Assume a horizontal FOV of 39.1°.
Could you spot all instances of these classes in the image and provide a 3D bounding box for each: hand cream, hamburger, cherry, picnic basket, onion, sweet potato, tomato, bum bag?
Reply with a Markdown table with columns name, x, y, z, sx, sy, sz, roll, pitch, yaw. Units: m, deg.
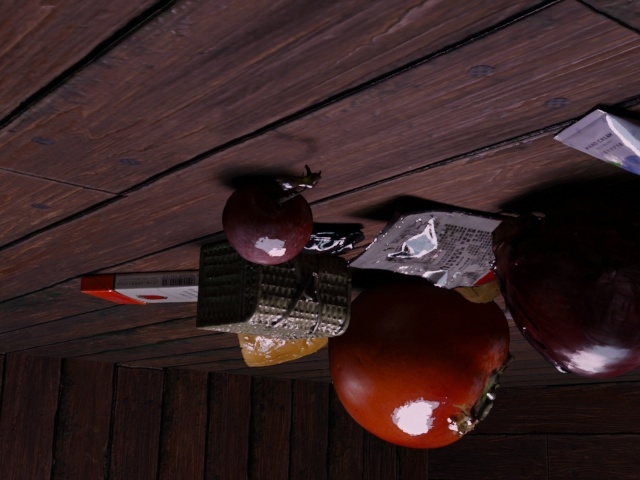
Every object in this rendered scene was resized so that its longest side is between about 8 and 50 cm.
| name | x | y | z | sx | sy | sz | roll | pitch | yaw |
| --- | --- | --- | --- | --- | --- | --- | --- | --- | --- |
| hand cream | 0.301 | -0.086 | 0.848 | 0.142 | 0.053 | 0.084 | 15 | 165 | -11 |
| hamburger | -0.065 | 0.180 | 1.800 | 0.208 | 0.135 | 0.155 | 0 | 168 | -2 |
| cherry | -0.057 | -0.036 | 1.012 | 0.107 | 0.090 | 0.225 | 17 | 156 | 0 |
| picnic basket | -0.066 | 0.077 | 1.373 | 0.196 | 0.134 | 0.154 | 15 | 165 | -43 |
| onion | 0.355 | 0.054 | 1.079 | 0.281 | 0.221 | 0.281 | 10 | -166 | -3 |
| sweet potato | 0.204 | 0.040 | 1.329 | 0.075 | 0.075 | 0.273 | -7 | 162 | 32 |
| tomato | 0.164 | 0.203 | 1.573 | 0.322 | 0.321 | 0.321 | 1 | 166 | 0 |
| bum bag | 0.000 | -0.001 | 1.245 | 0.125 | 0.034 | 0.058 | 2 | 157 | -4 |

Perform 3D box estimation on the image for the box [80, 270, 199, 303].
| name | x | y | z | sx | sy | sz | roll | pitch | yaw |
| --- | --- | --- | --- | --- | --- | --- | --- | --- | --- |
| box | -0.297 | 0.087 | 1.647 | 0.245 | 0.035 | 0.139 | -4 | 166 | 17 |

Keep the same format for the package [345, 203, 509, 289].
| name | x | y | z | sx | sy | sz | roll | pitch | yaw |
| --- | --- | --- | --- | --- | --- | --- | --- | --- | --- |
| package | 0.167 | 0.013 | 1.192 | 0.239 | 0.030 | 0.154 | 10 | 142 | -27 |

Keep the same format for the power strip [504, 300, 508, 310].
| name | x | y | z | sx | sy | sz | roll | pitch | yaw |
| --- | --- | --- | --- | --- | --- | --- | --- | --- | --- |
| power strip | 0.476 | 0.096 | 1.552 | 0.339 | 0.058 | 0.098 | 2 | 166 | -6 |

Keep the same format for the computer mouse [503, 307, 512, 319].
| name | x | y | z | sx | sy | sz | roll | pitch | yaw |
| --- | --- | --- | --- | --- | --- | --- | --- | --- | --- |
| computer mouse | 0.410 | 0.139 | 1.782 | 0.096 | 0.039 | 0.066 | 0 | 168 | 42 |
